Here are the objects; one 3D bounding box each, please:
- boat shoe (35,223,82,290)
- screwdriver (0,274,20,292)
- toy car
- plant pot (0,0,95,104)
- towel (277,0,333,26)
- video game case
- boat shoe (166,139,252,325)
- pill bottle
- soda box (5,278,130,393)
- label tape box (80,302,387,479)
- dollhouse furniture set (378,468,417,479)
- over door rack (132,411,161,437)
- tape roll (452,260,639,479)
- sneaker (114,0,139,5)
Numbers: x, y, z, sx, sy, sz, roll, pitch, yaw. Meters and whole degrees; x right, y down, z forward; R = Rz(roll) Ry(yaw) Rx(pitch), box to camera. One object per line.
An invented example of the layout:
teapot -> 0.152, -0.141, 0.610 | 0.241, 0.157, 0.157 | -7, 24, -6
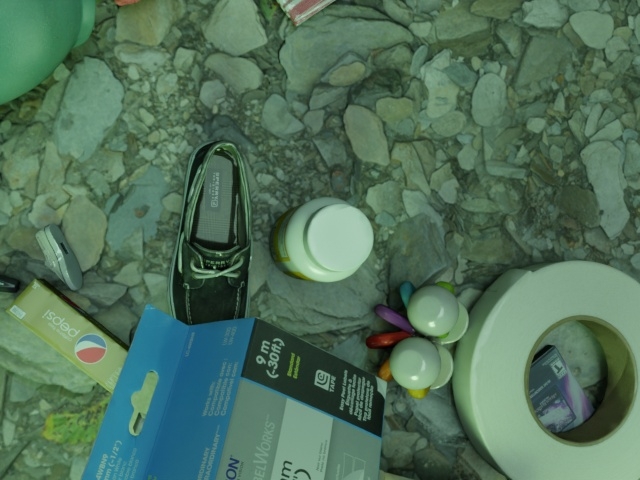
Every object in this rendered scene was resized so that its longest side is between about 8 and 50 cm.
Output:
boat shoe -> -0.371, 0.028, 0.883 | 0.035, 0.035, 0.100 | -23, 97, 13
screwdriver -> -0.499, 0.044, 0.854 | 0.170, 0.024, 0.025 | 16, 113, -11
toy car -> 0.141, 0.142, 0.962 | 0.136, 0.159, 0.181 | 17, 84, 25
plant pot -> -0.412, -0.316, 0.781 | 0.196, 0.293, 0.292 | -28, 95, -40
towel -> -0.043, -0.455, 0.991 | 0.144, 0.029, 0.197 | -38, 94, -13
video game case -> 0.392, 0.345, 1.062 | 0.196, 0.026, 0.274 | -34, 95, -13
boat shoe -> -0.157, 0.019, 0.889 | 0.121, 0.119, 0.334 | -2, 88, -14
pill bottle -> 0.000, 0.000, 0.884 | 0.118, 0.208, 0.117 | 1, 87, -14
soda box -> -0.337, 0.131, 0.868 | 0.181, 0.061, 0.058 | 42, 78, -9
label tape box -> -0.085, 0.242, 0.791 | 0.348, 0.115, 0.249 | 32, 49, -26
dollhouse furniture set -> 0.132, 0.544, 0.828 | 0.257, 0.362, 0.394 | 19, 55, -14
over door rack -> -0.157, 0.388, 0.856 | 0.324, 0.108, 0.239 | 27, 73, -27
tape roll -> 0.406, 0.222, 1.023 | 0.393, 0.072, 0.391 | 1, 88, -14
sneaker -> -0.343, -0.463, 0.869 | 0.314, 0.116, 0.136 | 43, 80, -9
